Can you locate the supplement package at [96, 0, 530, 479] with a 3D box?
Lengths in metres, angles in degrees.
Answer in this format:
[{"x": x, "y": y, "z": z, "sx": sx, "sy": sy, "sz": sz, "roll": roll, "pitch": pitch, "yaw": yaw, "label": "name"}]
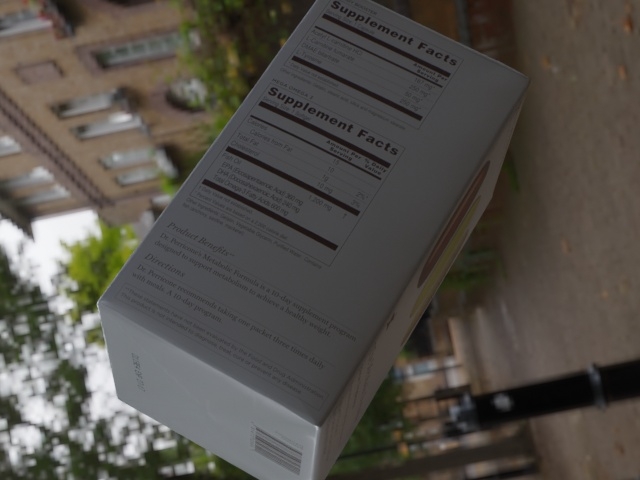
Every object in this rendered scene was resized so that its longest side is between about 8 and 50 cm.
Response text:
[{"x": 0.000, "y": 0.000, "z": 0.768, "sx": 0.244, "sy": 0.134, "sz": 0.139, "roll": -57, "pitch": -12, "yaw": -25, "label": "supplement package"}]
